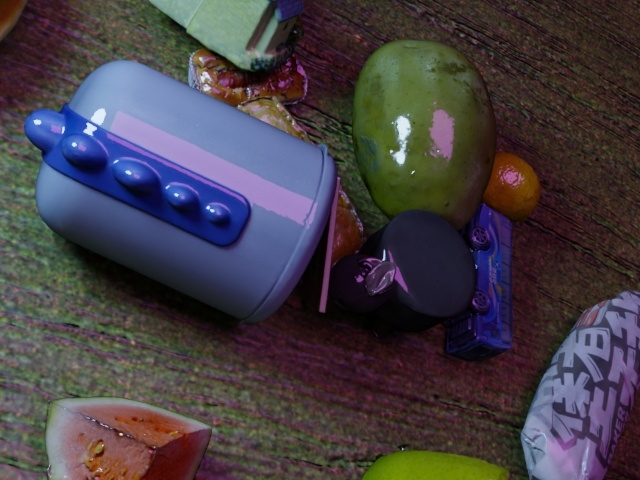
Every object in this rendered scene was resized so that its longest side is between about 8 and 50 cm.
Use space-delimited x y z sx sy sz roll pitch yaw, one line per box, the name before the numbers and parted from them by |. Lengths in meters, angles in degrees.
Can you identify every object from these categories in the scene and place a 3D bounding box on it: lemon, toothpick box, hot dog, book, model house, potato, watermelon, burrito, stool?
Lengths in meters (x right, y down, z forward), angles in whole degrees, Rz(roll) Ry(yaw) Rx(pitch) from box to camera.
lemon | 0.284 -0.084 1.524 0.133 0.109 0.109 45 51 -10
toothpick box | -0.180 -0.069 1.156 0.354 0.263 0.263 25 55 -14
hot dog | -0.106 -0.241 1.419 0.191 0.059 0.108 -11 74 -36
book | 0.000 0.000 1.263 0.012 0.118 0.172 6 95 -12
model house | -0.096 -0.380 1.377 0.214 0.189 0.195 38 39 11
potato | 0.151 -0.158 1.429 0.215 0.216 0.304 15 55 -23
watermelon | -0.215 0.262 1.063 0.193 0.137 0.145 13 94 -23
burrito | 0.413 0.200 1.449 0.139 0.101 0.445 39 54 1
stool | 0.099 0.045 1.320 0.228 0.139 0.153 14 61 -28

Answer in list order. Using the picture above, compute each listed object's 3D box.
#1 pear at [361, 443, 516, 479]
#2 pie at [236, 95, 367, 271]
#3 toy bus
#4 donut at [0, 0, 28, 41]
pear | 0.169 0.416 1.147 0.286 0.176 0.282 30 55 -11
pie | -0.036 -0.073 1.359 0.128 0.068 0.282 -32 91 -30
toy bus | 0.238 0.062 1.436 0.094 0.079 0.237 20 56 -22
donut | -0.546 -0.386 1.156 0.448 0.198 0.449 12 59 -20
